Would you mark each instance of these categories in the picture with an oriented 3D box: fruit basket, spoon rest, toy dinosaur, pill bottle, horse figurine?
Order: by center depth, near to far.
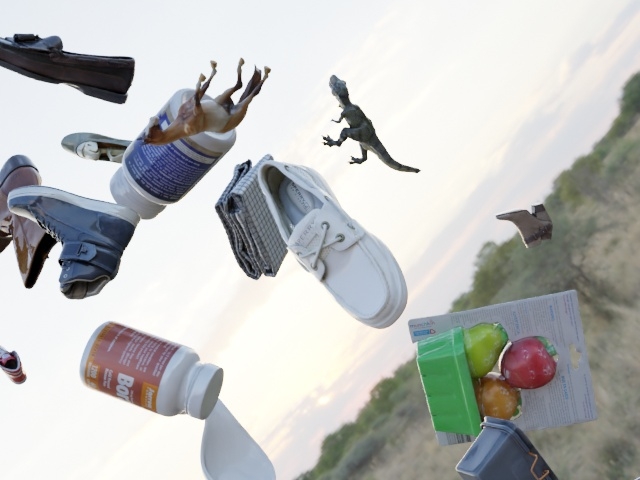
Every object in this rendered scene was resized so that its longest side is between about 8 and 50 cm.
[{"bbox_3d":[-0.275,0.219,1.354,0.121,0.216,0.121,17,-90,-78],"label":"pill bottle"},{"bbox_3d":[-0.186,-0.243,1.455,0.263,0.066,0.174,-26,-25,-53],"label":"horse figurine"},{"bbox_3d":[-0.180,0.361,1.474,0.137,0.276,0.084,2,-63,-39],"label":"spoon rest"},{"bbox_3d":[-0.300,-0.166,1.640,0.264,0.153,0.153,-41,-6,30],"label":"pill bottle"},{"bbox_3d":[0.079,-0.212,1.702,0.118,0.268,0.064,-34,12,40],"label":"toy dinosaur"},{"bbox_3d":[0.391,0.274,1.758,0.352,0.327,0.165,-15,21,6],"label":"fruit basket"}]

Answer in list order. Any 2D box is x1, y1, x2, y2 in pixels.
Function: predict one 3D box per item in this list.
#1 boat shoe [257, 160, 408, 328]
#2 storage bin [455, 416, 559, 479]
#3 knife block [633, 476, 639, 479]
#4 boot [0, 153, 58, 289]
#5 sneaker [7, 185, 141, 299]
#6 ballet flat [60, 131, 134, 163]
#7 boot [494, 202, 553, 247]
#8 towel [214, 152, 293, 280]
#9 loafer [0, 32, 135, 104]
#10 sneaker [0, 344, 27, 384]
[{"bbox_3d":[0.000,0.000,1.018,0.098,0.277,0.096,-51,-37,15],"label":"boat shoe"},{"bbox_3d":[0.262,0.331,1.149,0.091,0.135,0.098,-43,13,-22],"label":"storage bin"},{"bbox_3d":[0.389,0.279,0.768,0.088,0.275,0.242,-30,-65,-53],"label":"knife block"},{"bbox_3d":[-0.619,0.001,1.694,0.096,0.280,0.264,19,-64,-47],"label":"boot"},{"bbox_3d":[-0.426,0.005,1.337,0.086,0.226,0.164,84,-161,-67],"label":"sneaker"},{"bbox_3d":[-0.540,-0.226,2.054,0.068,0.213,0.072,-106,25,-50],"label":"ballet flat"},{"bbox_3d":[0.428,-0.027,1.711,0.118,0.087,0.042,-13,11,-1],"label":"boot"},{"bbox_3d":[-0.180,-0.066,2.286,0.121,0.284,0.235,-6,34,27],"label":"towel"},{"bbox_3d":[-0.477,-0.336,1.504,0.302,0.109,0.095,13,-71,-45],"label":"loafer"},{"bbox_3d":[-0.604,0.219,1.552,0.042,0.118,0.067,-47,-15,-30],"label":"sneaker"}]
